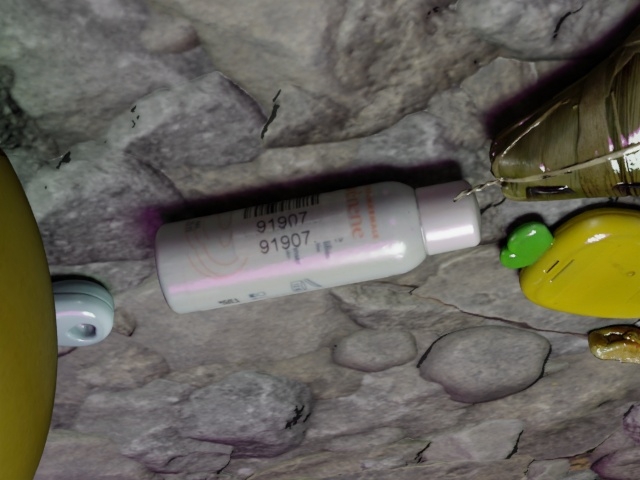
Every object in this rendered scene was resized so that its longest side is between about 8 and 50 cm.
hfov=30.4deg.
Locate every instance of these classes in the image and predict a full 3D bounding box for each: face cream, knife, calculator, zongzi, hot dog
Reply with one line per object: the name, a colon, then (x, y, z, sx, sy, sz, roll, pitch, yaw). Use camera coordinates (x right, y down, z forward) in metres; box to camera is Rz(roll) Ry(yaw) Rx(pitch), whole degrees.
face cream: (0.000, 0.000, 0.986, 0.269, 0.082, 0.082, -12, 144, 6)
knife: (-0.348, 0.046, 1.039, 0.331, 0.044, 0.080, 8, 143, -14)
calculator: (0.272, 0.025, 1.101, 0.235, 0.032, 0.146, 9, 141, -23)
zongzi: (0.188, -0.111, 0.889, 0.189, 0.081, 0.178, -1, 125, 17)
hot dog: (0.323, 0.107, 1.227, 0.090, 0.030, 0.034, 8, 133, -19)

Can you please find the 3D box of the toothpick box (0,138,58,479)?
toothpick box: (-0.368, 0.048, 0.732, 0.409, 0.408, 0.425, 1, 146, -10)
